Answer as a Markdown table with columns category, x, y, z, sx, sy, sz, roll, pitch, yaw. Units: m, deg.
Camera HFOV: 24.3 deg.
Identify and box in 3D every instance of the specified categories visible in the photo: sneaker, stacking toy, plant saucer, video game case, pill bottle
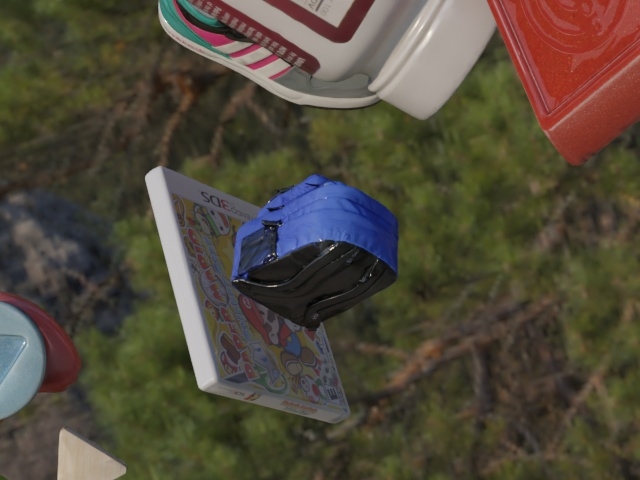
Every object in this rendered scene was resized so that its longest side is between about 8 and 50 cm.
| category | x | y | z | sx | sy | sz | roll | pitch | yaw |
| --- | --- | --- | --- | --- | --- | --- | --- | --- | --- |
| sneaker | -0.049 | -0.258 | 1.689 | 0.295 | 0.123 | 0.178 | 21 | -17 | 4 |
| stacking toy | -0.380 | 0.224 | 1.576 | 0.309 | 0.279 | 0.130 | -37 | 4 | 0 |
| plant saucer | 0.222 | -0.227 | 1.244 | 0.048 | 0.258 | 0.259 | -10 | -19 | -32 |
| video game case | -0.067 | 0.054 | 1.401 | 0.026 | 0.227 | 0.206 | -32 | -31 | 26 |
| pill bottle | -0.017 | -0.295 | 1.445 | 0.224 | 0.392 | 0.224 | -57 | 9 | 15 |

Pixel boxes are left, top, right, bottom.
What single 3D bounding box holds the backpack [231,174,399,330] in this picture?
| category | x | y | z | sx | sy | sz | roll | pitch | yaw |
| --- | --- | --- | --- | --- | --- | --- | --- | --- | --- |
| backpack | 0.000 | 0.000 | 1.168 | 0.120 | 0.098 | 0.101 | -24 | 51 | 42 |
